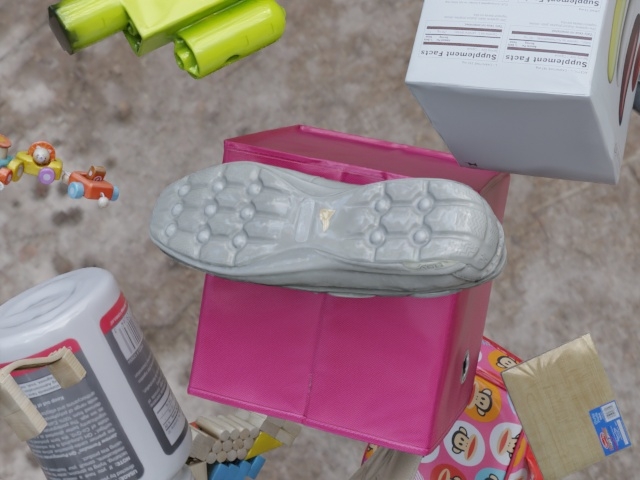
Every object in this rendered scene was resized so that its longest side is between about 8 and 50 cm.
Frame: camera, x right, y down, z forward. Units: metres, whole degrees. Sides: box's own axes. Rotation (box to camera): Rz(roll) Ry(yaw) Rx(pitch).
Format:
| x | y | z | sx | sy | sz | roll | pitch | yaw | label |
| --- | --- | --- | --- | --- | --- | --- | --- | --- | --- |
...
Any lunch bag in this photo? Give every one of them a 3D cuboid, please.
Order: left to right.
| x | y | z | sx | sy | sz | roll | pitch | yaw | label |
| --- | --- | --- | --- | --- | --- | --- | --- | --- | --- |
| 0.200 | 0.284 | 1.582 | 0.258 | 0.120 | 0.293 | 31 | 118 | 30 | lunch bag |

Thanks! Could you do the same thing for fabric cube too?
| x | y | z | sx | sy | sz | roll | pitch | yaw | label |
| --- | --- | --- | --- | --- | --- | --- | --- | --- | --- |
| 0.040 | 0.035 | 1.186 | 0.259 | 0.254 | 0.258 | 13 | 101 | 15 | fabric cube |

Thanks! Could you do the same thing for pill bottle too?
| x | y | z | sx | sy | sz | roll | pitch | yaw | label |
| --- | --- | --- | --- | --- | --- | --- | --- | --- | --- |
| -0.258 | 0.207 | 1.355 | 0.176 | 0.318 | 0.176 | -20 | 19 | 8 | pill bottle |

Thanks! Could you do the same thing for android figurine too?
| x | y | z | sx | sy | sz | roll | pitch | yaw | label |
| --- | --- | --- | --- | --- | --- | --- | --- | --- | --- |
| -0.119 | -0.261 | 0.956 | 0.273 | 0.248 | 0.056 | -32 | -4 | -22 | android figurine |

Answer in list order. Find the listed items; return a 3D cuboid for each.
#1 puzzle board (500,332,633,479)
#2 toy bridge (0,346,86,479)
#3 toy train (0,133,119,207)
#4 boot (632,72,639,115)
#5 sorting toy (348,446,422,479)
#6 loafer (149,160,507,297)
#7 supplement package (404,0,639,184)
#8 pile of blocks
| x | y | z | sx | sy | sz | roll | pitch | yaw | label |
| --- | --- | --- | --- | --- | --- | --- | --- | --- | --- |
| 0.242 | 0.165 | 1.134 | 0.096 | 0.128 | 0.011 | -24 | 12 | -3 | puzzle board |
| -0.266 | 0.144 | 0.999 | 0.026 | 0.063 | 0.188 | -25 | 16 | 25 | toy bridge |
| -0.309 | -0.081 | 1.270 | 0.125 | 0.166 | 0.046 | 31 | 110 | 45 | toy train |
| 0.378 | -0.151 | 1.341 | 0.208 | 0.076 | 0.189 | 48 | 122 | 44 | boot |
| 0.043 | 0.292 | 1.259 | 0.208 | 0.038 | 0.193 | -47 | 3 | 28 | sorting toy |
| 0.000 | 0.000 | 0.973 | 0.320 | 0.111 | 0.112 | 7 | 70 | 30 | loafer |
| 0.185 | -0.180 | 0.967 | 0.149 | 0.194 | 0.203 | 9 | 76 | 23 | supplement package |
| -0.211 | 0.365 | 1.966 | 0.362 | 0.148 | 0.113 | -9 | 15 | -35 | pile of blocks |
